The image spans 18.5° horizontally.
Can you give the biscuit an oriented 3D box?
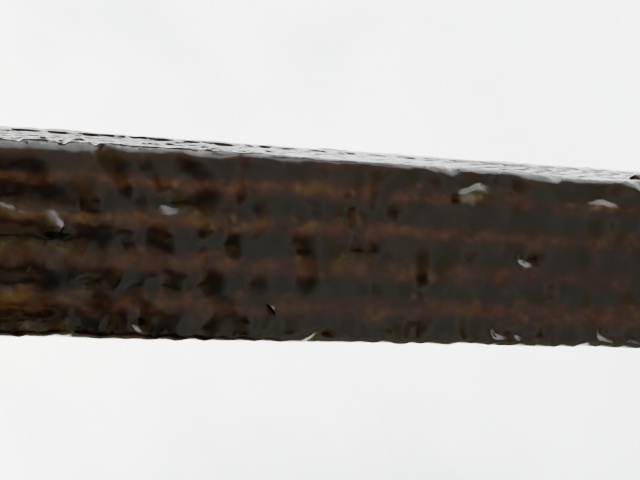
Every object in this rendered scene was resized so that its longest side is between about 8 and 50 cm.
[{"bbox_3d":[0.000,0.000,0.757,0.107,0.388,0.073,15,-78,64],"label":"biscuit"}]
